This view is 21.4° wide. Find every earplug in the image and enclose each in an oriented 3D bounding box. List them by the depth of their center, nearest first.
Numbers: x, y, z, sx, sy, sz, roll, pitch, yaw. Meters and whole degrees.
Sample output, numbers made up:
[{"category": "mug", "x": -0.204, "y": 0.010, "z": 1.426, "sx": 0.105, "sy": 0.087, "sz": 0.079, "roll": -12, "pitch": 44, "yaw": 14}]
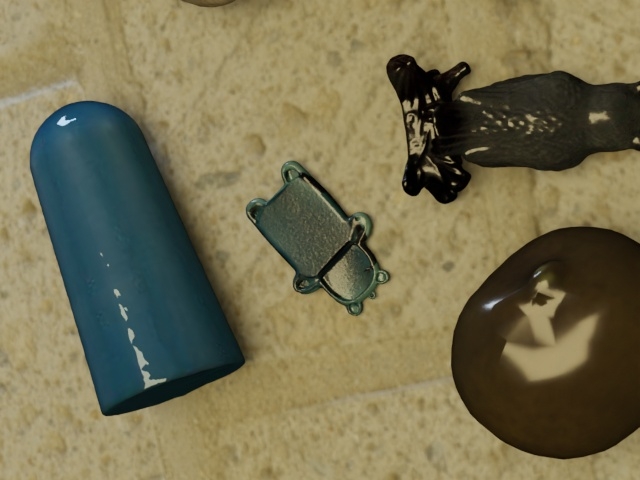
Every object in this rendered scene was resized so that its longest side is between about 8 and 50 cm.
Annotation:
[{"category": "earplug", "x": -0.176, "y": 0.005, "z": 1.490, "sx": 0.132, "sy": 0.132, "sz": 0.273, "roll": -25, "pitch": 80, "yaw": 21}]

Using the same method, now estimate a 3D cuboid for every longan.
[{"category": "longan", "x": 0.194, "y": 0.081, "z": 1.323, "sx": 0.189, "sy": 0.189, "sz": 0.189, "roll": 1, "pitch": 93, "yaw": 21}]

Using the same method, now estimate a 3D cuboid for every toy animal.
[{"category": "toy animal", "x": 0.160, "y": -0.104, "z": 1.356, "sx": 0.210, "sy": 0.117, "sz": 0.121, "roll": -8, "pitch": 83, "yaw": 24}]

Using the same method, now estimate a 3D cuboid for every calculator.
[{"category": "calculator", "x": 0.000, "y": 0.000, "z": 1.474, "sx": 0.141, "sy": 0.019, "sz": 0.094, "roll": 47, "pitch": 108, "yaw": 11}]

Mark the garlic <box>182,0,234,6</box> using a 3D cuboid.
[{"category": "garlic", "x": -0.100, "y": -0.307, "z": 1.397, "sx": 0.218, "sy": 0.212, "sz": 0.218, "roll": 1, "pitch": 95, "yaw": 15}]
